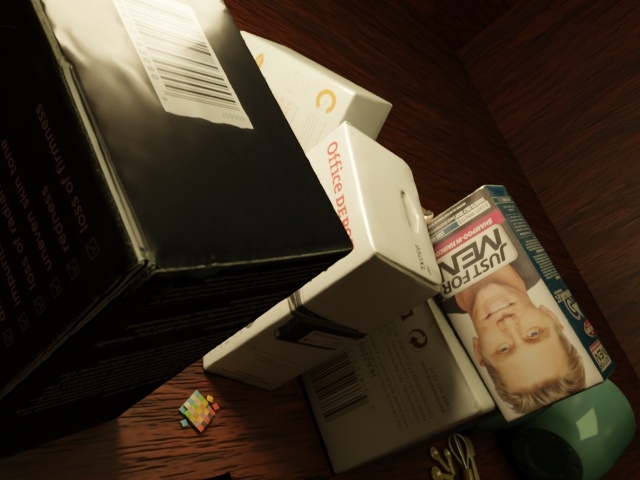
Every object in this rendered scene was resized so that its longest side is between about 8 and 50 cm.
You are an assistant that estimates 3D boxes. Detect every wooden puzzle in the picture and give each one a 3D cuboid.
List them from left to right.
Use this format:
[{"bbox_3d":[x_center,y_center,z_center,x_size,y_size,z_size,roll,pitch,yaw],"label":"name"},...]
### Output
[{"bbox_3d":[-0.192,0.268,0.985,0.049,0.006,0.083,51,31,-6],"label":"wooden puzzle"}]

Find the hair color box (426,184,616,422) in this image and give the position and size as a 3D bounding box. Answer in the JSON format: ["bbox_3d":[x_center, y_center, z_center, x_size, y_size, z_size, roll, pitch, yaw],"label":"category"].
[{"bbox_3d":[0.305,0.098,1.034,0.105,0.174,0.347,-7,65,-56],"label":"hair color box"}]

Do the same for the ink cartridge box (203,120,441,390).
[{"bbox_3d":[-0.022,0.036,1.070,0.166,0.395,0.285,27,39,-38],"label":"ink cartridge box"}]

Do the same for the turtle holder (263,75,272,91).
[{"bbox_3d":[-0.244,-0.268,1.268,0.227,0.320,0.243,-55,138,-58],"label":"turtle holder"}]

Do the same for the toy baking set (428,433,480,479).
[{"bbox_3d":[0.326,0.536,1.409,0.256,0.030,0.197,-4,63,-55],"label":"toy baking set"}]

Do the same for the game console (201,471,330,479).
[{"bbox_3d":[-0.079,0.446,0.931,0.361,0.044,0.213,8,55,-50],"label":"game console"}]

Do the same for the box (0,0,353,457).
[{"bbox_3d":[-0.302,-0.066,0.709,0.297,0.471,0.480,-3,62,-56],"label":"box"}]

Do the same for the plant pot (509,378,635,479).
[{"bbox_3d":[0.631,0.504,1.630,0.235,0.293,0.293,-28,83,-46],"label":"plant pot"}]

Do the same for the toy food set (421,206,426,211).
[{"bbox_3d":[0.284,-0.012,1.878,0.128,0.071,0.218,-16,69,-33],"label":"toy food set"}]

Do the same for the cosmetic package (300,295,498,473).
[{"bbox_3d":[0.200,0.224,1.257,0.393,0.327,0.329,7,54,-52],"label":"cosmetic package"}]

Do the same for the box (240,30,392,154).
[{"bbox_3d":[-0.052,-0.291,1.406,0.345,0.215,0.168,36,21,28],"label":"box"}]

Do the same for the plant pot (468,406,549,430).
[{"bbox_3d":[0.389,0.338,1.501,0.195,0.290,0.290,-35,89,-23],"label":"plant pot"}]

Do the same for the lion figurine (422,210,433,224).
[{"bbox_3d":[0.163,0.001,1.475,0.392,0.142,0.240,-108,-170,-64],"label":"lion figurine"}]
